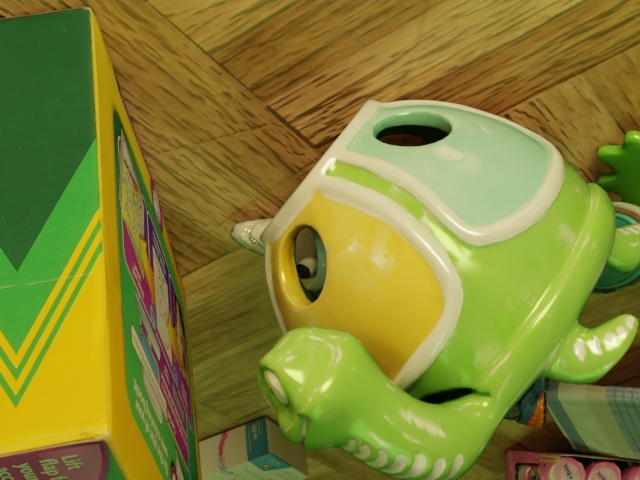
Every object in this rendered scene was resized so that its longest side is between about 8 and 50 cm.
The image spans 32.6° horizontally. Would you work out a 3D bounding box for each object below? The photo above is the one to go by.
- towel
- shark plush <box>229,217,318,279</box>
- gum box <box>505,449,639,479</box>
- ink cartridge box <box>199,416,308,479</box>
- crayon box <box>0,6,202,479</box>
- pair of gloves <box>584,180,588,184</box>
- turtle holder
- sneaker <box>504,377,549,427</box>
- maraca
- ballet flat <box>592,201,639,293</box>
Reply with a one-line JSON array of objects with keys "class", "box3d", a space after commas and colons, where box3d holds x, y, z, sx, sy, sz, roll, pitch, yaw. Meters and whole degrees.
[{"class": "towel", "box3d": [0.404, 0.206, 1.238, 0.285, 0.034, 0.209, -1, 152, 28]}, {"class": "shark plush", "box3d": [0.000, 0.000, 0.945, 0.067, 0.073, 0.161, -12, 172, 40]}, {"class": "gum box", "box3d": [0.331, 0.302, 1.379, 0.188, 0.062, 0.107, 10, 168, -25]}, {"class": "ink cartridge box", "box3d": [-0.090, 0.257, 1.264, 0.122, 0.052, 0.088, -24, 142, 18]}, {"class": "crayon box", "box3d": [-0.161, 0.081, 0.767, 0.106, 0.313, 0.363, -8, 145, -1]}, {"class": "pair of gloves", "box3d": [0.199, -0.026, 0.963, 0.083, 0.010, 0.074, -9, 145, 1]}, {"class": "turtle holder", "box3d": [0.064, 0.041, 0.783, 0.227, 0.320, 0.243, 40, 155, -3]}, {"class": "sneaker", "box3d": [0.190, 0.129, 1.125, 0.087, 0.083, 0.221, 0, 141, 9]}, {"class": "maraca", "box3d": [0.319, -0.048, 0.890, 0.185, 0.099, 0.127, 10, 148, 20]}, {"class": "ballet flat", "box3d": [0.240, 0.014, 0.953, 0.079, 0.077, 0.221, -10, 168, -26]}]
